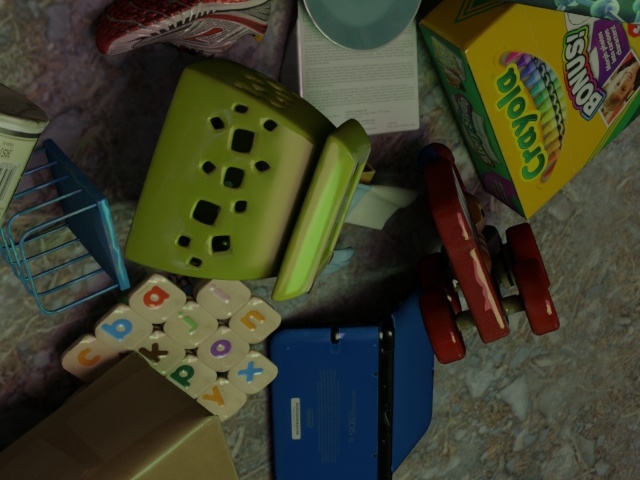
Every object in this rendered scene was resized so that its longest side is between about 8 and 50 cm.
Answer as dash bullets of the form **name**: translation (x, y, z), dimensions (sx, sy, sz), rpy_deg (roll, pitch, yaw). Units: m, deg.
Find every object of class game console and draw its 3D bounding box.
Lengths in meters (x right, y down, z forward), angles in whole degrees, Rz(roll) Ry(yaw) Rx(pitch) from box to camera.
- **game console**: translation (0.053, 0.208, 1.939), dimensions (0.250, 0.173, 0.293), rpy_deg (-2, 118, -2)

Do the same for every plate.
- **plate**: translation (0.049, -0.327, 1.623), dimensions (0.188, 0.024, 0.188), rpy_deg (-7, 104, -32)

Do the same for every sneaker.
- **sneaker**: translation (-0.148, -0.242, 1.501), dimensions (0.225, 0.088, 0.093), rpy_deg (-19, 125, -28)

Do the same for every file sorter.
- **file sorter**: translation (-0.301, -0.014, 1.458), dimensions (0.104, 0.170, 0.118), rpy_deg (-23, 126, -21)

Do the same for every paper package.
- **paper package**: translation (-0.266, 0.355, 1.615), dimensions (0.325, 0.168, 0.309), rpy_deg (-38, 139, -26)

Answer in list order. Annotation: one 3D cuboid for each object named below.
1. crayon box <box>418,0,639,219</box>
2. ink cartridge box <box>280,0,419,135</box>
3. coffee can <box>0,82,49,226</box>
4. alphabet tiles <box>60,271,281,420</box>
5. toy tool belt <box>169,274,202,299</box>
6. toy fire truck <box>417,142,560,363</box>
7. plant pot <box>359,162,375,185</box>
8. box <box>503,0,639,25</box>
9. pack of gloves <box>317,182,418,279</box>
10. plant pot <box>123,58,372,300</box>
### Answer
- **crayon box**: translation (0.322, -0.253, 1.805), dimensions (0.313, 0.106, 0.363), rpy_deg (-43, 139, -11)
- **ink cartridge box**: translation (0.038, -0.247, 1.677), dimensions (0.189, 0.066, 0.232), rpy_deg (-9, 98, -33)
- **coffee can**: translation (-0.421, -0.040, 1.332), dimensions (0.201, 0.201, 0.275), rpy_deg (18, 102, -41)
- **alphabet tiles**: translation (-0.190, 0.158, 1.695), dimensions (0.284, 0.021, 0.278), rpy_deg (-41, 134, 6)
- **toy tool belt**: translation (-0.173, 0.062, 1.684), dimensions (0.083, 0.051, 0.052), rpy_deg (-21, 142, -11)
- **toy fire truck**: translation (0.199, 0.001, 1.773), dimensions (0.169, 0.302, 0.254), rpy_deg (-18, 111, 10)
- **plant pot**: translation (0.008, -0.075, 1.717), dimensions (0.081, 0.081, 0.083), rpy_deg (-7, 130, -34)
- **box**: translation (0.262, -0.433, 1.464), dimensions (0.395, 0.212, 0.293), rpy_deg (7, 130, -12)
- **pack of gloves**: translation (0.000, 0.000, 1.707), dimensions (0.232, 0.046, 0.195), rpy_deg (6, 136, -47)
- **plant pot**: translation (-0.070, -0.063, 1.495), dimensions (0.207, 0.227, 0.228), rpy_deg (21, 103, 4)
